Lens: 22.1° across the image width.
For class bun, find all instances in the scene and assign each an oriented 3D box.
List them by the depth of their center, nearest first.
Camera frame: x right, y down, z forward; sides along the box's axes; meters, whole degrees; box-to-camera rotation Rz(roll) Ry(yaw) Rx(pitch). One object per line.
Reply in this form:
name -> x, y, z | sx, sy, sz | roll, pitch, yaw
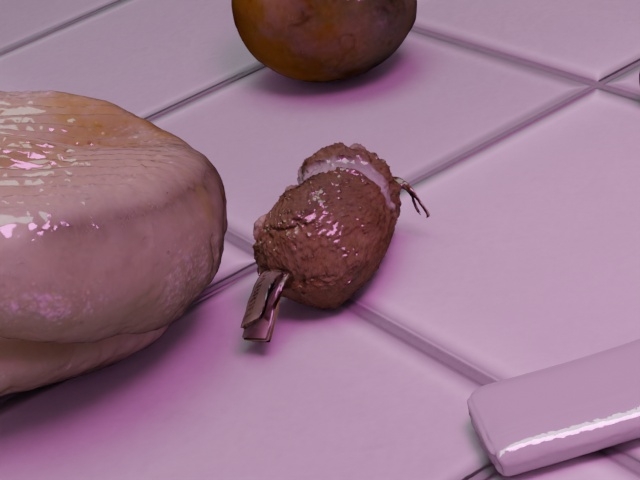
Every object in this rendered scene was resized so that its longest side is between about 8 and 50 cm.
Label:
bun -> -0.255, 0.012, 1.352 | 0.365, 0.219, 0.365 | 2, 22, -1

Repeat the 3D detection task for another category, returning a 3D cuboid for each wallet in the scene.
wallet -> 0.200, 0.111, 1.146 | 0.190, 0.033, 0.095 | -18, 29, -3

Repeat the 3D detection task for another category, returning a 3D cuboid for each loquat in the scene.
loquat -> 0.003, -0.257, 1.776 | 0.179, 0.179, 0.227 | -29, 27, -25

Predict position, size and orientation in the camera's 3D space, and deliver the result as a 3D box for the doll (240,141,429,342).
doll -> -0.001, -0.004, 1.374 | 0.115, 0.105, 0.221 | 11, 34, 29
